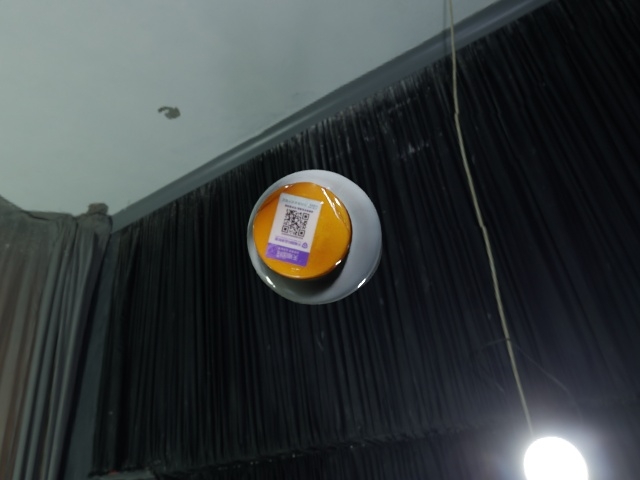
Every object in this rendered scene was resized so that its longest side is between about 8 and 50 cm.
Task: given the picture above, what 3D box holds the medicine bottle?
[{"bbox_3d":[0.000,0.000,0.582,0.157,0.156,0.289,-12,174,7],"label":"medicine bottle"}]
